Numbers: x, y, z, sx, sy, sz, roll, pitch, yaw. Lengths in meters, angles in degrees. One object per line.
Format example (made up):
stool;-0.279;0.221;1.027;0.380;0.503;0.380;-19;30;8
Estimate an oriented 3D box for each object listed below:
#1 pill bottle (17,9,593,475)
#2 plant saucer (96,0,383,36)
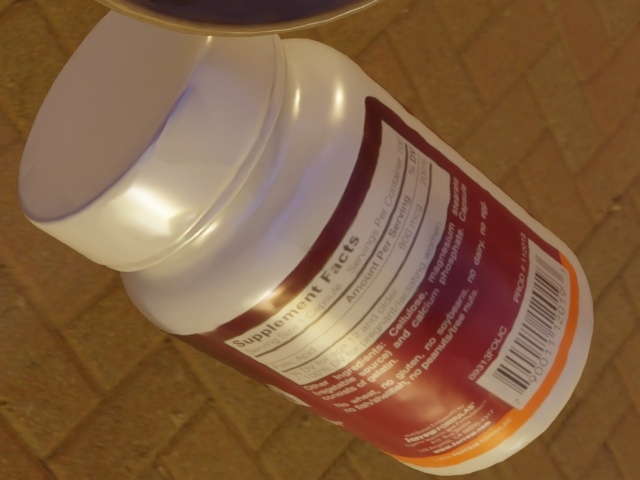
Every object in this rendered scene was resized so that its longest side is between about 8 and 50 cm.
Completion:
pill bottle;0.000;0.000;0.800;0.392;0.224;0.224;35;70;-35
plant saucer;-0.014;-0.206;0.513;0.277;0.278;0.041;8;49;-39
